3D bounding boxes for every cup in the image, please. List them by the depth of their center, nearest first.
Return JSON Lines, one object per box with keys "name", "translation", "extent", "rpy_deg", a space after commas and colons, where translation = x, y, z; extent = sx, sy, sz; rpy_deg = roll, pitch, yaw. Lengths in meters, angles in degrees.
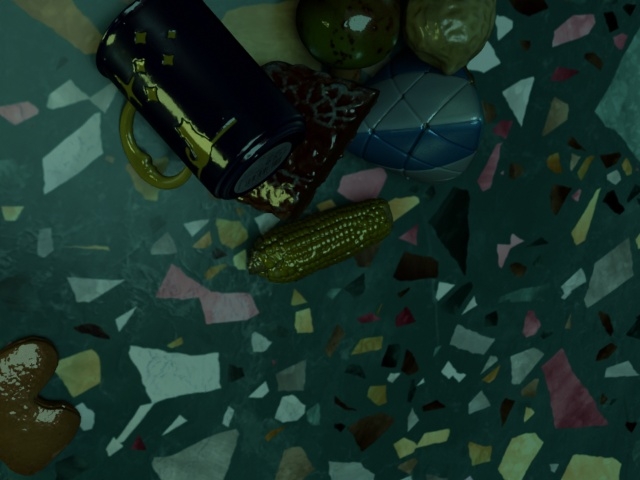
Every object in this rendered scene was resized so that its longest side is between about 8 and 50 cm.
{"name": "cup", "translation": [-0.167, -0.179, 1.079], "extent": [0.178, 0.255, 0.256], "rpy_deg": [-37, 82, -26]}

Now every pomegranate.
{"name": "pomegranate", "translation": [0.044, -0.314, 1.160], "extent": [0.159, 0.159, 0.205], "rpy_deg": [-14, 138, -16]}

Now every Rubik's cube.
{"name": "Rubik's cube", "translation": [0.138, -0.170, 1.240], "extent": [0.254, 0.254, 0.254], "rpy_deg": [-5, 106, -18]}

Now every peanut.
{"name": "peanut", "translation": [0.200, -0.395, 1.148], "extent": [0.159, 0.143, 0.291], "rpy_deg": [36, 63, -33]}

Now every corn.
{"name": "corn", "translation": [0.000, 0.000, 1.252], "extent": [0.262, 0.097, 0.097], "rpy_deg": [-21, 110, -15]}

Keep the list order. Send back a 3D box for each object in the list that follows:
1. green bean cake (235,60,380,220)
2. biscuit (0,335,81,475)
{"name": "green bean cake", "translation": [-0.034, -0.145, 1.147], "extent": [0.198, 0.097, 0.232], "rpy_deg": [25, 102, 20]}
{"name": "biscuit", "translation": [-0.455, 0.258, 1.191], "extent": [0.186, 0.036, 0.192], "rpy_deg": [-42, 115, -6]}
